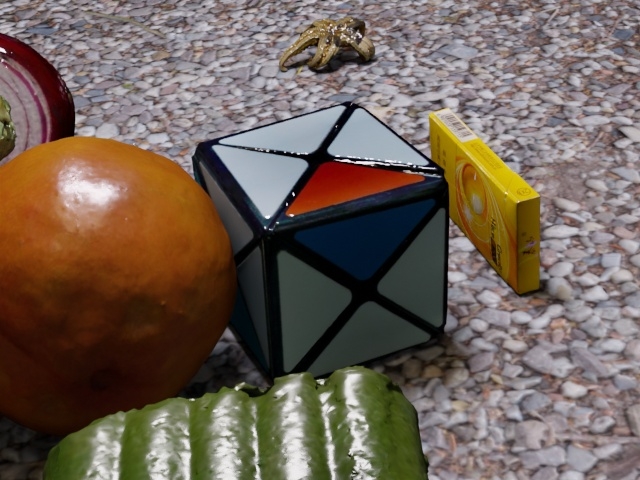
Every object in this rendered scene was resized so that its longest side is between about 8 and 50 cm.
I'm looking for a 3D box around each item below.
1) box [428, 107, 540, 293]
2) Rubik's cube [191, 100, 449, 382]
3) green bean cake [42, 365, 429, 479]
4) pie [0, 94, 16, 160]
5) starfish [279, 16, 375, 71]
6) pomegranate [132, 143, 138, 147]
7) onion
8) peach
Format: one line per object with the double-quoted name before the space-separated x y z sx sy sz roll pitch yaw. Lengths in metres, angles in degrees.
"box" 0.223 -0.059 1.517 0.043 0.152 0.269 -17 35 -11
"Rubik's cube" 0.001 0.000 1.373 0.250 0.246 0.248 -16 35 -18
"green bean cake" -0.051 0.273 0.930 0.335 0.319 0.218 -7 34 -4
"pie" -0.566 -0.064 1.268 0.395 0.180 0.418 -7 17 15
"starfish" 0.007 -0.373 2.072 0.189 0.074 0.146 -14 41 -8
"pomegranate" -0.252 -0.060 1.588 0.122 0.161 0.122 -18 24 8
"onion" -0.555 -0.196 1.722 0.336 0.282 0.260 -18 15 -1
"peach" -0.264 0.056 1.255 0.342 0.343 0.302 -6 39 -1
